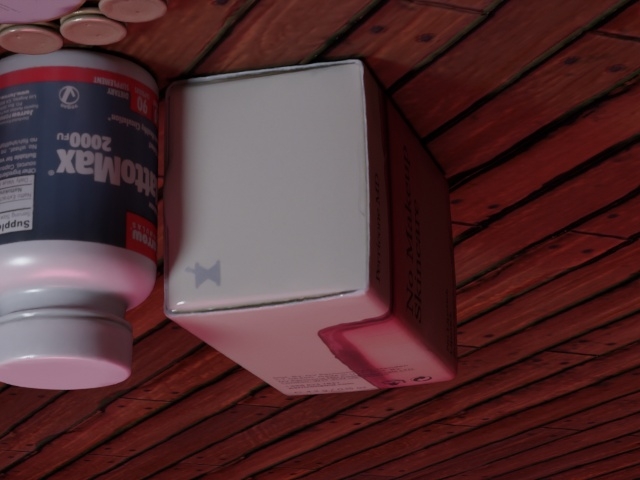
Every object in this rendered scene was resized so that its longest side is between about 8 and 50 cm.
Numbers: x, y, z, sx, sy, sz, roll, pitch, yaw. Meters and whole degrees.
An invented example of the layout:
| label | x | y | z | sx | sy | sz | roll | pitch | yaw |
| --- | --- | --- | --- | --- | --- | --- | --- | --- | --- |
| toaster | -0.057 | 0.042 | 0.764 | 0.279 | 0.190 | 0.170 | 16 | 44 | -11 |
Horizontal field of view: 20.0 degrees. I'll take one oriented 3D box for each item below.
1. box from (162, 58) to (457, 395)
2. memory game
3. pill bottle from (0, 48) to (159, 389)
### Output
| label | x | y | z | sx | sy | sz | roll | pitch | yaw |
| --- | --- | --- | --- | --- | --- | --- | --- | --- | --- |
| box | 0.000 | 0.000 | 1.143 | 0.127 | 0.148 | 0.232 | -6 | 162 | 15 |
| memory game | -0.166 | -0.135 | 0.930 | 0.186 | 0.012 | 0.186 | -1 | 163 | 0 |
| pill bottle | -0.148 | -0.010 | 1.050 | 0.108 | 0.180 | 0.108 | -1 | 163 | 0 |
